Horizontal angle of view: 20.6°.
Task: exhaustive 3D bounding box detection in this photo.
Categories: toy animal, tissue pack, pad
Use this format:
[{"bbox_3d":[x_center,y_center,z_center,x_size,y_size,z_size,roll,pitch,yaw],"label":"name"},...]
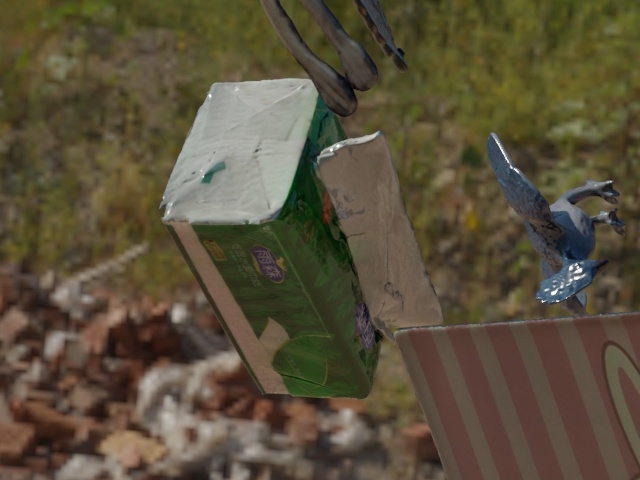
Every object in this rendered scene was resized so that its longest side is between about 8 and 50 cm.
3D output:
[{"bbox_3d":[-0.029,-0.248,1.341,0.302,0.225,0.284,39,38,5],"label":"toy animal"},{"bbox_3d":[0.000,0.000,1.328,0.156,0.209,0.148,-1,47,24],"label":"tissue pack"},{"bbox_3d":[0.261,-0.007,1.993,0.176,0.239,0.255,-33,22,-20],"label":"toy animal"},{"bbox_3d":[0.147,0.117,0.642,0.005,0.202,0.299,-26,10,-33],"label":"pad"}]
